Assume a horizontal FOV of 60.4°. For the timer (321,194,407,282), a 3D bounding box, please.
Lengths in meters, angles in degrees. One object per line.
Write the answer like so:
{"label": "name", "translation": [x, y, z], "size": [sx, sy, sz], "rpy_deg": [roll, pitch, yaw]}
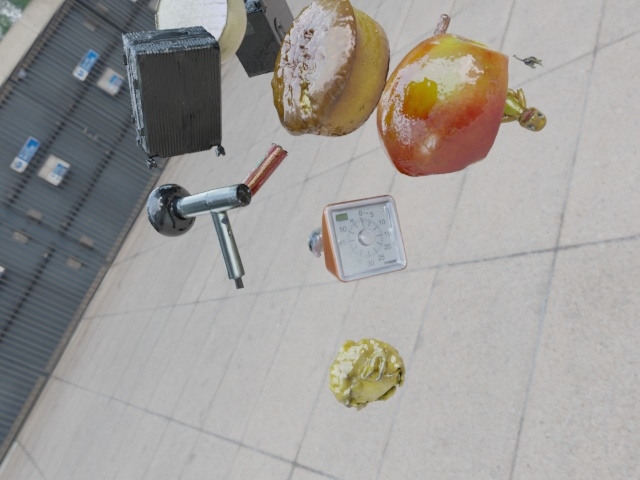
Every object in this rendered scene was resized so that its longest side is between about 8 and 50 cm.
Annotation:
{"label": "timer", "translation": [0.134, -0.015, 1.823], "size": [0.161, 0.257, 0.250], "rpy_deg": [-156, 58, -65]}

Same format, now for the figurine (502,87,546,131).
{"label": "figurine", "translation": [0.595, -0.378, 1.641], "size": [0.176, 0.122, 0.121], "rpy_deg": [43, 109, 31]}

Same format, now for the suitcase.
{"label": "suitcase", "translation": [-0.380, -0.380, 1.460], "size": [0.152, 0.230, 0.335], "rpy_deg": [54, 149, 37]}

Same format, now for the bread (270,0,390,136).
{"label": "bread", "translation": [0.014, -0.362, 1.185], "size": [0.312, 0.172, 0.312], "rpy_deg": [-23, 62, 54]}

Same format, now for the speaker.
{"label": "speaker", "translation": [-0.205, -0.745, 1.895], "size": [0.184, 0.254, 0.232], "rpy_deg": [-9, 48, 21]}

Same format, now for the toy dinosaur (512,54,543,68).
{"label": "toy dinosaur", "translation": [0.731, -0.614, 1.896], "size": [0.180, 0.058, 0.037], "rpy_deg": [-131, 54, -63]}

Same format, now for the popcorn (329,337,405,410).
{"label": "popcorn", "translation": [0.146, 0.410, 1.726], "size": [0.250, 0.250, 0.190], "rpy_deg": [-57, 37, 1]}

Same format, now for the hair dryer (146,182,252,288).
{"label": "hair dryer", "translation": [-0.321, -0.014, 1.497], "size": [0.320, 0.156, 0.284], "rpy_deg": [4, 93, 38]}

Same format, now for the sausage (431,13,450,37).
{"label": "sausage", "translation": [0.370, -0.645, 1.759], "size": [0.158, 0.042, 0.036], "rpy_deg": [-65, -10, 7]}

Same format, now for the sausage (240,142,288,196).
{"label": "sausage", "translation": [-0.226, -0.247, 2.063], "size": [0.264, 0.083, 0.083], "rpy_deg": [-53, 23, -16]}

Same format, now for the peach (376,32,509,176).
{"label": "peach", "translation": [0.302, -0.335, 1.437], "size": [0.242, 0.306, 0.380], "rpy_deg": [-70, -5, -62]}

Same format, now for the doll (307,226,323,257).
{"label": "doll", "translation": [0.000, 0.000, 2.179], "size": [0.149, 0.095, 0.192], "rpy_deg": [-53, -3, 7]}

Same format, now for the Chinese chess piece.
{"label": "Chinese chess piece", "translation": [-0.342, -0.635, 1.581], "size": [0.270, 0.270, 0.112], "rpy_deg": [-48, -16, 20]}
